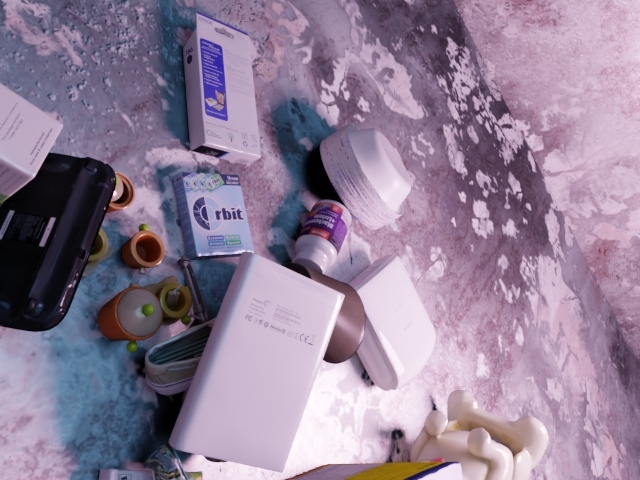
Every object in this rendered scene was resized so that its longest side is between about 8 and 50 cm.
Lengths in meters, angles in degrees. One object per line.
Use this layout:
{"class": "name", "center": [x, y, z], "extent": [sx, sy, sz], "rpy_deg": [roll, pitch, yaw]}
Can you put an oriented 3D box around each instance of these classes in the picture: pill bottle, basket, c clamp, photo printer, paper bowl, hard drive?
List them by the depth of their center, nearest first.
{"class": "hard drive", "center": [-0.105, 0.226, 1.117], "extent": [0.233, 0.047, 0.352], "rpy_deg": [28, 76, -34]}
{"class": "c clamp", "center": [-0.247, 0.095, 1.190], "extent": [0.137, 0.022, 0.160], "rpy_deg": [76, -8, -65]}
{"class": "basket", "center": [-0.018, 0.148, 1.345], "extent": [0.227, 0.154, 0.204], "rpy_deg": [38, 39, -52]}
{"class": "pill bottle", "center": [0.000, 0.000, 1.502], "extent": [0.108, 0.108, 0.193], "rpy_deg": [46, 46, -25]}
{"class": "photo printer", "center": [0.183, 0.223, 1.613], "extent": [0.256, 0.107, 0.307], "rpy_deg": [-34, 100, -48]}
{"class": "paper bowl", "center": [0.135, -0.182, 1.623], "extent": [0.284, 0.148, 0.284], "rpy_deg": [48, 22, -27]}

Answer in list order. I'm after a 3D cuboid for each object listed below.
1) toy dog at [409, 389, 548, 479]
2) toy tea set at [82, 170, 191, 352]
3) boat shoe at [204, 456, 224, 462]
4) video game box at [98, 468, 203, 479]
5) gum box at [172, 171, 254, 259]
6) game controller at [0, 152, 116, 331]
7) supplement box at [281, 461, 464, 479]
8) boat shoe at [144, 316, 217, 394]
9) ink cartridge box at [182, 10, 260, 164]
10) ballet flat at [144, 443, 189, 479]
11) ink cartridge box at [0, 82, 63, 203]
{"class": "toy dog", "center": [0.331, 0.609, 1.542], "extent": [0.408, 0.285, 0.394], "rpy_deg": [-10, 119, -50]}
{"class": "toy tea set", "center": [-0.345, 0.030, 1.105], "extent": [0.200, 0.124, 0.335], "rpy_deg": [-35, 102, -48]}
{"class": "boat shoe", "center": [-0.145, 0.290, 1.227], "extent": [0.116, 0.123, 0.324], "rpy_deg": [40, 51, -33]}
{"class": "video game box", "center": [-0.295, 0.498, 1.036], "extent": [0.187, 0.048, 0.205], "rpy_deg": [21, 60, -39]}
{"class": "gum box", "center": [-0.231, -0.053, 1.324], "extent": [0.157, 0.041, 0.184], "rpy_deg": [-4, 79, -48]}
{"class": "game controller", "center": [-0.455, -0.009, 0.997], "extent": [0.067, 0.167, 0.318], "rpy_deg": [82, 16, -60]}
{"class": "supplement box", "center": [0.094, 0.555, 1.197], "extent": [0.194, 0.357, 0.195], "rpy_deg": [3, 73, -46]}
{"class": "boat shoe", "center": [-0.181, 0.193, 1.142], "extent": [0.303, 0.094, 0.109], "rpy_deg": [-25, 59, -21]}
{"class": "ink cartridge box", "center": [-0.232, -0.352, 1.424], "extent": [0.166, 0.065, 0.332], "rpy_deg": [9, 70, -45]}
{"class": "ballet flat", "center": [-0.243, 0.440, 1.045], "extent": [0.070, 0.070, 0.188], "rpy_deg": [-34, 99, -48]}
{"class": "ink cartridge box", "center": [-0.561, -0.178, 0.896], "extent": [0.273, 0.199, 0.114], "rpy_deg": [36, 53, -32]}
